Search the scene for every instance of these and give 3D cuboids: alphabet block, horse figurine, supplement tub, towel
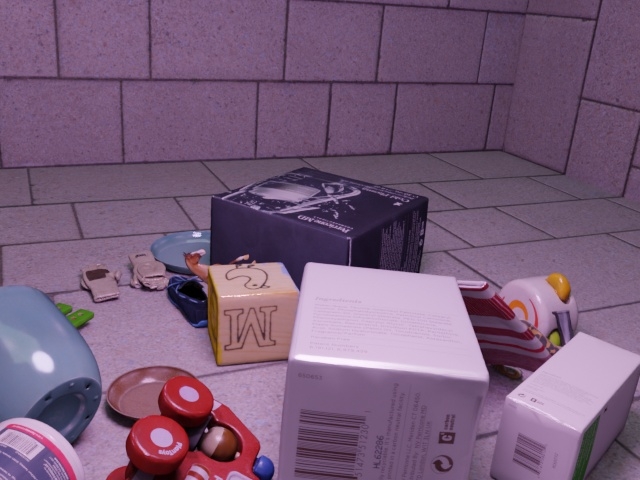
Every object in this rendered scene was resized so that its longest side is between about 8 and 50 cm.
[{"bbox_3d":[-0.172,0.178,1.648,0.197,0.193,0.192,-3,21,-17],"label":"alphabet block"},{"bbox_3d":[-0.241,0.119,1.774,0.174,0.263,0.066,-14,42,8],"label":"horse figurine"},{"bbox_3d":[-0.503,0.410,0.979,0.191,0.191,0.272,11,22,16],"label":"supplement tub"},{"bbox_3d":[0.364,0.196,1.501,0.237,0.329,0.037,-4,49,52],"label":"towel"}]

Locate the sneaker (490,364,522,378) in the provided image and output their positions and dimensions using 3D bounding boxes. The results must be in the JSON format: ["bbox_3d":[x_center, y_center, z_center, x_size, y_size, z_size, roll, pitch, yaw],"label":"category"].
[{"bbox_3d":[0.462,0.318,1.647,0.083,0.032,0.037,29,18,38],"label":"sneaker"}]

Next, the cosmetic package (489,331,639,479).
[{"bbox_3d":[0.504,0.349,1.340,0.155,0.197,0.365,22,28,37],"label":"cosmetic package"}]

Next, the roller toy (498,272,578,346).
[{"bbox_3d":[0.578,0.189,1.764,0.146,0.209,0.191,-6,3,-27],"label":"roller toy"}]

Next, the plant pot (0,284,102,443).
[{"bbox_3d":[-0.555,0.266,1.240,0.235,0.293,0.293,31,31,25],"label":"plant pot"}]

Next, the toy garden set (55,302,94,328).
[{"bbox_3d":[-0.732,0.211,1.655,0.244,0.049,0.204,12,21,17],"label":"toy garden set"}]

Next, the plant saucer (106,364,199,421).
[{"bbox_3d":[-0.355,0.335,1.421,0.199,0.036,0.198,3,21,-1],"label":"plant saucer"}]

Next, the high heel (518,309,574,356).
[{"bbox_3d":[0.499,0.279,1.619,0.261,0.186,0.093,-9,-7,6],"label":"high heel"}]

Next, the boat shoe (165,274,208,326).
[{"bbox_3d":[-0.351,0.145,1.837,0.109,0.089,0.258,-11,26,-34],"label":"boat shoe"}]

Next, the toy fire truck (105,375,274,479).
[{"bbox_3d":[-0.214,0.397,1.161,0.254,0.169,0.302,30,24,0],"label":"toy fire truck"}]

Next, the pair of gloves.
[{"bbox_3d":[-0.577,0.109,1.949,0.240,0.042,0.204,-15,32,-32],"label":"pair of gloves"}]

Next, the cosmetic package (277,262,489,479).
[{"bbox_3d":[0.103,0.274,1.263,0.327,0.329,0.393,5,22,1],"label":"cosmetic package"}]

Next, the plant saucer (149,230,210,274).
[{"bbox_3d":[-0.393,0.043,2.161,0.318,0.043,0.317,3,21,-1],"label":"plant saucer"}]

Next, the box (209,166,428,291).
[{"bbox_3d":[0.000,0.000,1.992,0.480,0.297,0.472,17,26,29],"label":"box"}]
